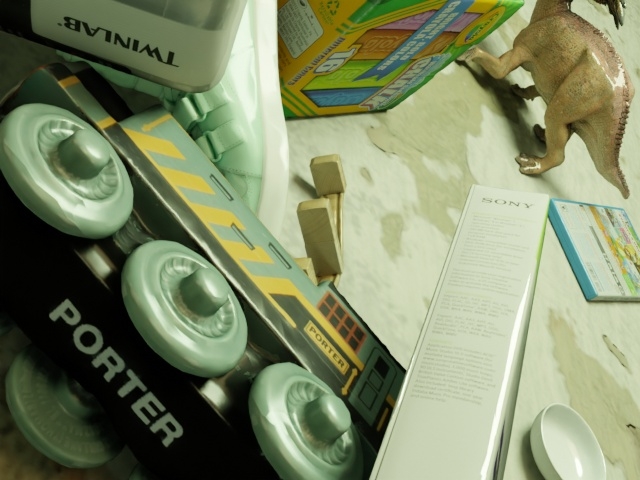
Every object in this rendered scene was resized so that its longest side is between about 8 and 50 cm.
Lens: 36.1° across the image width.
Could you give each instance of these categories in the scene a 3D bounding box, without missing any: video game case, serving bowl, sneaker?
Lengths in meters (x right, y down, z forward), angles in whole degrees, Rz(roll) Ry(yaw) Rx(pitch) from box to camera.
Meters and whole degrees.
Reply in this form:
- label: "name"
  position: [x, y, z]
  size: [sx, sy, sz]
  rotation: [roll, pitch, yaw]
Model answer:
- label: "video game case"
  position: [0.322, 0.012, 1.101]
  size: [0.166, 0.015, 0.119]
  rotation: [4, 58, -46]
- label: "serving bowl"
  position: [0.204, 0.181, 0.828]
  size: [0.083, 0.027, 0.083]
  rotation: [29, 43, -30]
- label: "sneaker"
  position: [-0.104, -0.089, 0.680]
  size: [0.151, 0.094, 0.256]
  rotation: [-2, 78, -16]

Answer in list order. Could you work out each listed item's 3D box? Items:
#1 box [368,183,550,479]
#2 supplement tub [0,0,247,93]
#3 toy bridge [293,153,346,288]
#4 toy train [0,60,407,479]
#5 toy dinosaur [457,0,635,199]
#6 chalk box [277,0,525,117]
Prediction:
- label: "box"
  position: [0.074, 0.147, 0.570]
  size: [0.058, 0.232, 0.322]
  rotation: [11, 37, 15]
- label: "supplement tub"
  position: [-0.179, -0.218, 0.541]
  size: [0.315, 0.194, 0.194]
  rotation: [17, 46, -9]
- label: "toy bridge"
  position: [0.000, 0.000, 0.729]
  size: [0.188, 0.026, 0.063]
  rotation: [-74, 153, -60]
- label: "toy train"
  position: [-0.082, 0.040, 0.553]
  size: [0.334, 0.142, 0.190]
  rotation: [48, 25, -4]
- label: "toy dinosaur"
  position: [0.283, -0.193, 1.067]
  size: [0.127, 0.200, 0.296]
  rotation: [-10, 70, -50]
- label: "chalk box"
  position: [0.040, -0.230, 0.851]
  size: [0.289, 0.179, 0.180]
  rotation: [-16, 74, -51]
